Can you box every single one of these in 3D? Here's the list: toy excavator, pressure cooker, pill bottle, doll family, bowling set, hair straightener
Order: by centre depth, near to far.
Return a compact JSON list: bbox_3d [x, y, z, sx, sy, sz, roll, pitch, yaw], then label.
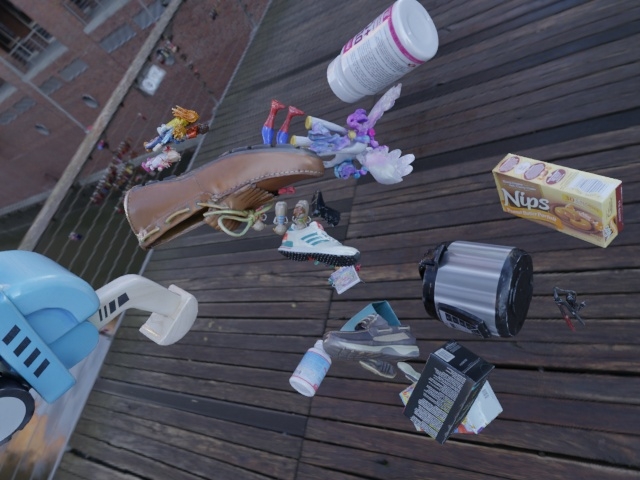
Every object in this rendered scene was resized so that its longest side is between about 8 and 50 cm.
[{"bbox_3d":[-0.459,0.140,0.749,0.223,0.432,0.445,21,47,32],"label":"toy excavator"},{"bbox_3d":[0.156,-0.497,1.104,0.283,0.161,0.160,-17,50,50],"label":"pill bottle"},{"bbox_3d":[-0.453,-0.325,1.250,0.163,0.118,0.262,-9,39,32],"label":"doll family"},{"bbox_3d":[-0.021,0.394,1.272,0.087,0.087,0.160,2,42,39],"label":"pill bottle"},{"bbox_3d":[0.927,0.241,1.510,0.089,0.230,0.047,-36,23,14],"label":"hair straightener"},{"bbox_3d":[0.620,0.187,1.700,0.421,0.376,0.368,10,106,40],"label":"pressure cooker"},{"bbox_3d":[-0.143,-0.083,1.772,0.200,0.288,0.153,-152,60,-61],"label":"bowling set"}]

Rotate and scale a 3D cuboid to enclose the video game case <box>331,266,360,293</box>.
[{"bbox_3d":[0.087,0.130,1.433,0.087,0.011,0.122,-34,26,7],"label":"video game case"}]

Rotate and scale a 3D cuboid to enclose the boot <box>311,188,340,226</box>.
[{"bbox_3d":[0.020,-0.108,1.376,0.045,0.099,0.121,-44,33,42],"label":"boot"}]

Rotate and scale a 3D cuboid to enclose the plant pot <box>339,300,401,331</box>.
[{"bbox_3d":[0.197,0.386,1.711,0.234,0.166,0.165,-38,68,25],"label":"plant pot"}]

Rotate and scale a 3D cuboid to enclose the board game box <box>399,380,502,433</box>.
[{"bbox_3d":[0.419,0.531,1.347,0.144,0.142,0.275,64,147,9],"label":"board game box"}]

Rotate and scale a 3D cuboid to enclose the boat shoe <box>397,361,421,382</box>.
[{"bbox_3d":[0.380,0.564,1.719,0.137,0.043,0.049,29,37,30],"label":"boat shoe"}]

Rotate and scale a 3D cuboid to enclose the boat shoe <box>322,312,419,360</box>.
[{"bbox_3d":[0.153,0.302,1.272,0.132,0.356,0.130,-34,51,44],"label":"boat shoe"}]

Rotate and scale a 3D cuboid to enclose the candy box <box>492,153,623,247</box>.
[{"bbox_3d":[0.657,-0.120,1.148,0.087,0.182,0.316,-43,39,-8],"label":"candy box"}]

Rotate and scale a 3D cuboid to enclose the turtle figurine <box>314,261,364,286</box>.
[{"bbox_3d":[0.095,0.144,1.963,0.175,0.234,0.118,-38,25,41],"label":"turtle figurine"}]

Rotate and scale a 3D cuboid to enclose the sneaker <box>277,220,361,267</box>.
[{"bbox_3d":[0.000,0.000,0.730,0.162,0.057,0.075,4,67,31],"label":"sneaker"}]

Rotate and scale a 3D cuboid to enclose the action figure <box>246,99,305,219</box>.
[{"bbox_3d":[-0.101,-0.154,0.920,0.139,0.092,0.280,42,117,37],"label":"action figure"}]

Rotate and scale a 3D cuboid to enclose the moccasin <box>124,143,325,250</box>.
[{"bbox_3d":[-0.172,-0.069,0.721,0.381,0.139,0.146,-15,87,10],"label":"moccasin"}]

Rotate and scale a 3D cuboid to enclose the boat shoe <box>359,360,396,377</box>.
[{"bbox_3d":[0.267,0.593,1.900,0.190,0.072,0.068,21,44,36],"label":"boat shoe"}]

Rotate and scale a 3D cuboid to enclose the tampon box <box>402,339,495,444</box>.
[{"bbox_3d":[0.268,0.314,0.860,0.102,0.121,0.160,32,112,33],"label":"tampon box"}]

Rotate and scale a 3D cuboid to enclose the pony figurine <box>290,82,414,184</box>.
[{"bbox_3d":[0.117,-0.318,1.334,0.351,0.365,0.301,162,108,-71],"label":"pony figurine"}]
